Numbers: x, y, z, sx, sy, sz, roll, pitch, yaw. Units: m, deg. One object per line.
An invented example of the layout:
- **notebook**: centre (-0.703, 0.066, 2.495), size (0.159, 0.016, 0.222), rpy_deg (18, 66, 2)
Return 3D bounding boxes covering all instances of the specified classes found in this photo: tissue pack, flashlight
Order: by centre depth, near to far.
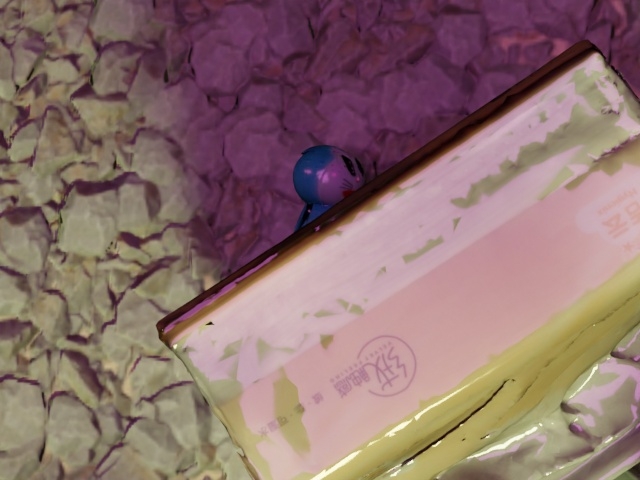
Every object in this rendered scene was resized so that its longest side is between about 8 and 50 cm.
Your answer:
- **tissue pack**: centre (0.096, 0.062, 1.147), size (0.305, 0.238, 0.239), rpy_deg (-33, 74, 2)
- **flashlight**: centre (0.000, 0.000, 1.288), size (0.051, 0.051, 0.129), rpy_deg (9, 92, 18)

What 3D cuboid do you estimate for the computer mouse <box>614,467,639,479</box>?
- **computer mouse**: centre (0.161, 0.166, 1.209), size (0.089, 0.056, 0.182), rpy_deg (-41, 61, -6)
